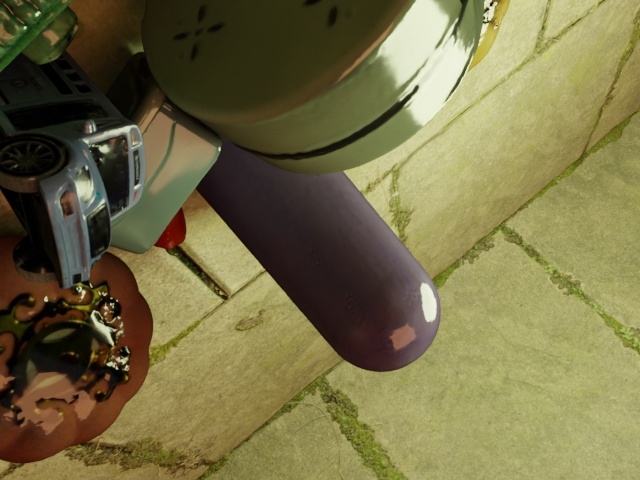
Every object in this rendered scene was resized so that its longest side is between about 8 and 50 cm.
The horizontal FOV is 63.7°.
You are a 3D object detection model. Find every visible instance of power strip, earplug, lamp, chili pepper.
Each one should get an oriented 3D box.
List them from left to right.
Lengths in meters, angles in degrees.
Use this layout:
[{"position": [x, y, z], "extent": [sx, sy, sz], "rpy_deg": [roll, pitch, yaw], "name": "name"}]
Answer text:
[{"position": [-0.390, 0.139, 0.711], "extent": [0.305, 0.306, 0.239], "rpy_deg": [-14, -174, -43], "name": "lamp"}, {"position": [-0.255, -0.052, 0.814], "extent": [0.071, 0.063, 0.272], "rpy_deg": [-42, 153, -28], "name": "chili pepper"}, {"position": [-0.002, -0.248, 0.536], "extent": [0.357, 0.357, 0.161], "rpy_deg": [-47, 150, 10], "name": "power strip"}, {"position": [0.000, 0.000, 0.792], "extent": [0.215, 0.456, 0.215], "rpy_deg": [-32, 154, -18], "name": "earplug"}]

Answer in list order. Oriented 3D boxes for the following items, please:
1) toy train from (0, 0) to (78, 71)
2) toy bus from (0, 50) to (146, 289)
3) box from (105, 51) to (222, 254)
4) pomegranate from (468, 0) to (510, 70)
[{"position": [-0.283, -0.228, 0.339], "extent": [0.159, 0.188, 0.272], "rpy_deg": [-42, 129, 3], "name": "toy train"}, {"position": [-0.261, -0.098, 0.483], "extent": [0.133, 0.292, 0.126], "rpy_deg": [-25, 148, -35], "name": "toy bus"}, {"position": [-0.234, -0.101, 0.635], "extent": [0.130, 0.162, 0.227], "rpy_deg": [30, 107, -39], "name": "box"}, {"position": [0.136, -0.335, 0.720], "extent": [0.260, 0.260, 0.260], "rpy_deg": [-32, 151, -20], "name": "pomegranate"}]
